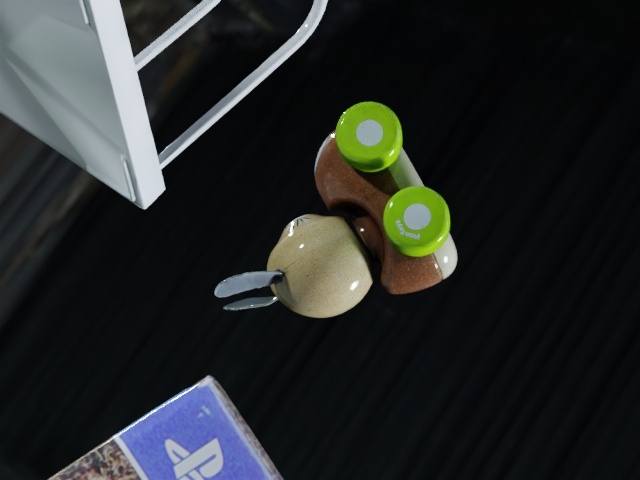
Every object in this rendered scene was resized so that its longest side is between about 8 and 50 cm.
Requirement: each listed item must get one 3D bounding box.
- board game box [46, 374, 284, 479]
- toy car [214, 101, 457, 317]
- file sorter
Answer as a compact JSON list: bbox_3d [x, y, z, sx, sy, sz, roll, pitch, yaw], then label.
[{"bbox_3d":[-0.089,0.212,0.494,0.232,0.291,0.141,56,-9,2],"label":"board game box"},{"bbox_3d":[0.000,0.000,1.485,0.149,0.188,0.155,61,-3,14],"label":"toy car"},{"bbox_3d":[-0.155,-0.193,1.051,0.278,0.173,0.193,33,-28,26],"label":"file sorter"}]
